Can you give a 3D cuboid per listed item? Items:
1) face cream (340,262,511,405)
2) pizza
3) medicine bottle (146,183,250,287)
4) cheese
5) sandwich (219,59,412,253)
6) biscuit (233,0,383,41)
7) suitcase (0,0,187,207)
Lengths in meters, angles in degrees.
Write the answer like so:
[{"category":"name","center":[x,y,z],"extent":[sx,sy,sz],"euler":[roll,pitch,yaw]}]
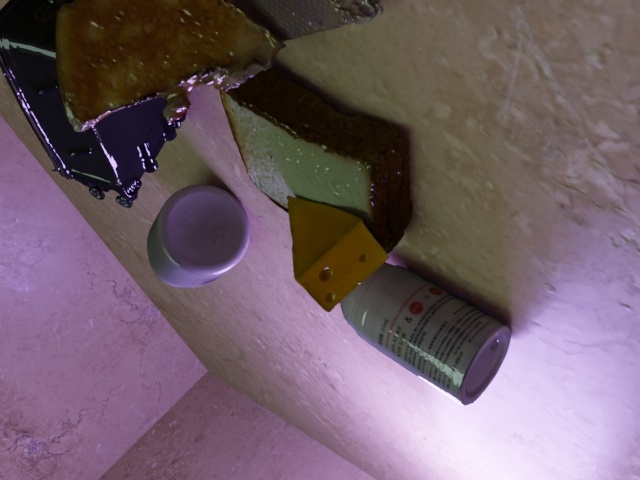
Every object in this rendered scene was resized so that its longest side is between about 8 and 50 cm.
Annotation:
[{"category":"face cream","center":[0.126,0.117,1.181],"extent":[0.369,0.145,0.145],"euler":[31,154,35]},{"category":"pizza","center":[-0.196,-0.248,0.890],"extent":[0.071,0.296,0.189],"euler":[-36,-68,-81]},{"category":"medicine bottle","center":[-0.305,0.005,1.672],"extent":[0.208,0.208,0.339],"euler":[48,159,-6]},{"category":"cheese","center":[0.000,0.000,1.055],"extent":[0.093,0.126,0.171],"euler":[49,180,-39]},{"category":"sandwich","center":[0.001,-0.110,1.070],"extent":[0.301,0.099,0.271],"euler":[32,159,25]},{"category":"biscuit","center":[-0.026,-0.300,0.839],"extent":[0.238,0.062,0.108],"euler":[12,143,56]},{"category":"suitcase","center":[-0.380,-0.285,1.213],"extent":[0.194,0.283,0.434],"euler":[18,151,10]}]
